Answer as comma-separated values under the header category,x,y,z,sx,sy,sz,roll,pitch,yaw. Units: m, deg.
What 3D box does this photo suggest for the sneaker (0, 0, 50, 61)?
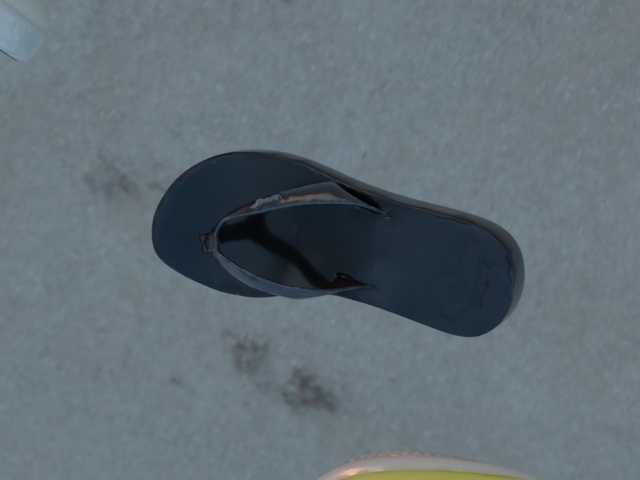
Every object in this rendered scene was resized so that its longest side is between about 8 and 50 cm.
category,x,y,z,sx,sy,sz,roll,pitch,yaw
sneaker,-0.231,-0.242,0.874,0.123,0.106,0.290,-38,82,5

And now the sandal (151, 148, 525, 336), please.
category,x,y,z,sx,sy,sz,roll,pitch,yaw
sandal,0.001,-0.001,0.932,0.254,0.054,0.097,9,104,26

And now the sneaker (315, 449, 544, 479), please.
category,x,y,z,sx,sy,sz,roll,pitch,yaw
sneaker,0.093,0.131,0.369,0.240,0.126,0.091,4,142,24
